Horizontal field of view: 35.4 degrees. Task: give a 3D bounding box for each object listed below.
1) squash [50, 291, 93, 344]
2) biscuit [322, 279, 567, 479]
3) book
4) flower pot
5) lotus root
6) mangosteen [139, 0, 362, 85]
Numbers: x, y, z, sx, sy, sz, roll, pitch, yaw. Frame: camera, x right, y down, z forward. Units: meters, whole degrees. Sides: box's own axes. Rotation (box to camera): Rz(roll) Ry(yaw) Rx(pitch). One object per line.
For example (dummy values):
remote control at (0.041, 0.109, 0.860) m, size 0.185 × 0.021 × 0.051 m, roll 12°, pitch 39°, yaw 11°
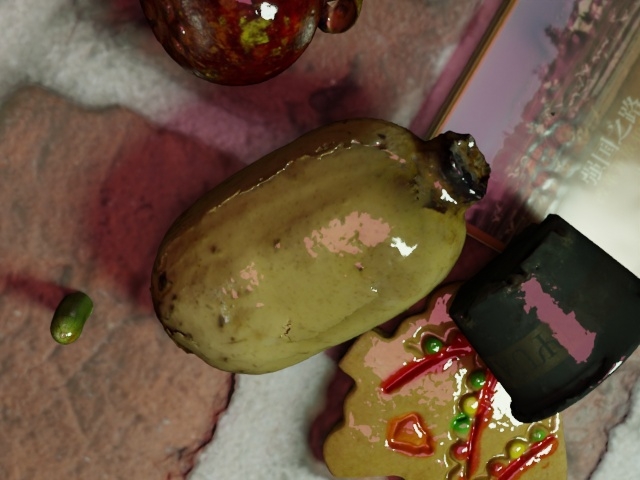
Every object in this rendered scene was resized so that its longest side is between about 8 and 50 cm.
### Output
squash at (-0.202, 0.063, 0.810) m, size 0.028 × 0.083 × 0.027 m, roll -1°, pitch 100°, yaw -6°
biscuit at (0.124, 0.155, 0.880) m, size 0.239 × 0.041 × 0.212 m, roll 34°, pitch 94°, yaw -9°
book at (0.287, -0.063, 0.859) m, size 0.374 × 0.028 × 0.262 m, roll 29°, pitch 97°, yaw -10°
flower pot at (0.176, 0.054, 0.792) m, size 0.107 × 0.157 × 0.157 m, roll 44°, pitch 94°, yaw -2°
lotus root at (0.000, 0.000, 0.783) m, size 0.284 × 0.146 × 0.160 m, roll -29°, pitch 121°, yaw 15°
mangosteen at (-0.050, -0.196, 0.764) m, size 0.156 × 0.181 × 0.146 m, roll 50°, pitch 136°, yaw 5°
